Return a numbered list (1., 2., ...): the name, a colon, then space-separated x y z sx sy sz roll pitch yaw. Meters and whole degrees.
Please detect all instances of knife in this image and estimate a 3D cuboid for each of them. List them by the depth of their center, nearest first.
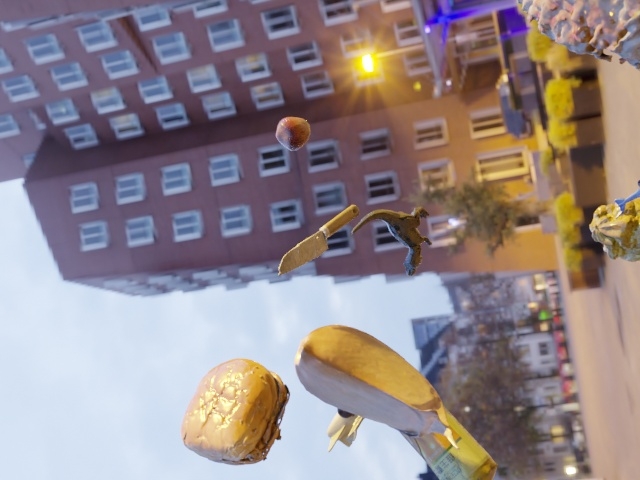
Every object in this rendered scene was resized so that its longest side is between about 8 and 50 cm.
1. knife: 0.002 0.000 1.731 0.298 0.017 0.047 -36 -71 -50

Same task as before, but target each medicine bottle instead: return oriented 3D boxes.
1. medicine bottle: 0.277 0.454 1.915 0.239 0.124 0.124 48 -176 20

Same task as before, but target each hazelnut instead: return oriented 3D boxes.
1. hazelnut: -0.060 -0.243 1.961 0.086 0.086 0.086 -10 -90 -76

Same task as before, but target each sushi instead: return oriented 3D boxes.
1. sushi: 0.568 -0.421 1.540 0.417 0.417 0.176 -83 11 -49

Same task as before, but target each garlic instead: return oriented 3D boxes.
1. garlic: 0.107 0.283 1.601 0.151 0.338 0.196 -60 -13 7

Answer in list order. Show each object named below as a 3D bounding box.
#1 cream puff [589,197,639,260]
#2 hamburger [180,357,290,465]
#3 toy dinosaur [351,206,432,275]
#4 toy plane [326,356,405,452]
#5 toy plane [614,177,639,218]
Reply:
1. cream puff: 0.691 -0.020 1.997 0.121 0.156 0.156 -68 -35 -70
2. hamburger: -0.230 0.465 2.389 0.158 0.319 0.318 49 -148 -42
3. toy dinosaur: 0.176 0.003 1.918 0.179 0.087 0.187 -41 -72 -48
4. toy plane: 0.089 0.334 1.844 0.092 0.244 0.229 34 -173 -5
5. toy plane: 0.565 -0.088 1.504 0.062 0.167 0.054 45 -124 -2
